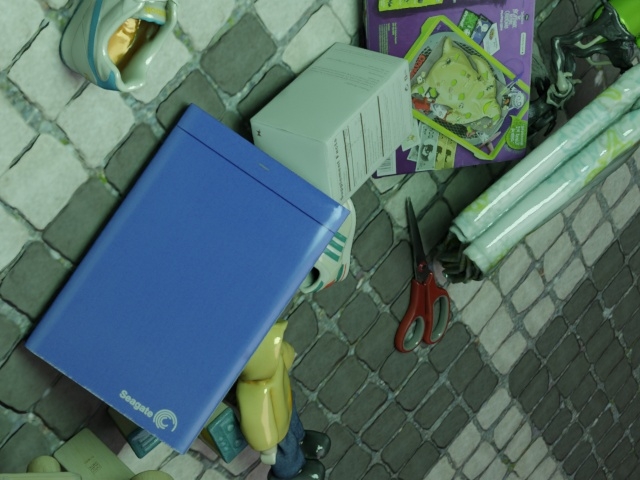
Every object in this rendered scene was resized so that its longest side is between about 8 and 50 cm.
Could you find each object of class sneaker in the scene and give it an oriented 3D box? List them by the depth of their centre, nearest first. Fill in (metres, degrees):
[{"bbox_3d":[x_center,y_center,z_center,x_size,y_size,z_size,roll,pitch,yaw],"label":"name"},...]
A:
[{"bbox_3d":[-0.167,-0.252,1.126,0.087,0.092,0.229,7,109,-47],"label":"sneaker"},{"bbox_3d":[0.000,0.000,1.504,0.075,0.057,0.161,-31,138,-37],"label":"sneaker"}]

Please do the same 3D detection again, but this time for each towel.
[{"bbox_3d":[0.320,-0.082,1.601,0.374,0.090,0.320,-40,174,-3],"label":"towel"}]

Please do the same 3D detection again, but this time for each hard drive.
[{"bbox_3d":[-0.143,0.041,1.280,0.319,0.210,0.040,-56,179,-1],"label":"hard drive"}]

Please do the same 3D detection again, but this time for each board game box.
[{"bbox_3d":[0.155,-0.240,1.432,0.208,0.056,0.347,-5,128,-2],"label":"board game box"}]

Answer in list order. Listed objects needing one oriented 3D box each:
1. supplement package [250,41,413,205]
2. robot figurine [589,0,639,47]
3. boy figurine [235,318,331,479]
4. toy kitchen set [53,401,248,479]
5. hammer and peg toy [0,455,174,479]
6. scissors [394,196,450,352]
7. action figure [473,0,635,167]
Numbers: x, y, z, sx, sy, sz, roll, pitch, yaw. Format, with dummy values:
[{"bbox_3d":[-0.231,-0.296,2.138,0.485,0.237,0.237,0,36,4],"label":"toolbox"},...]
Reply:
[{"bbox_3d":[0.017,-0.133,1.362,0.179,0.105,0.105,-46,143,-36],"label":"supplement package"},{"bbox_3d":[0.450,-0.331,1.741,0.115,0.067,0.101,-37,114,-22],"label":"robot figurine"},{"bbox_3d":[-0.058,0.194,1.525,0.177,0.092,0.285,-75,158,-48],"label":"boy figurine"},{"bbox_3d":[-0.186,0.270,1.444,0.207,0.122,0.166,-40,139,-20],"label":"toy kitchen set"},{"bbox_3d":[-0.331,0.358,1.242,0.361,0.127,0.266,3,117,-18],"label":"hammer and peg toy"},{"bbox_3d":[0.155,0.044,1.733,0.109,0.021,0.297,-24,130,-31],"label":"scissors"},{"bbox_3d":[0.289,-0.220,1.601,0.275,0.141,0.164,-36,154,16],"label":"action figure"}]
